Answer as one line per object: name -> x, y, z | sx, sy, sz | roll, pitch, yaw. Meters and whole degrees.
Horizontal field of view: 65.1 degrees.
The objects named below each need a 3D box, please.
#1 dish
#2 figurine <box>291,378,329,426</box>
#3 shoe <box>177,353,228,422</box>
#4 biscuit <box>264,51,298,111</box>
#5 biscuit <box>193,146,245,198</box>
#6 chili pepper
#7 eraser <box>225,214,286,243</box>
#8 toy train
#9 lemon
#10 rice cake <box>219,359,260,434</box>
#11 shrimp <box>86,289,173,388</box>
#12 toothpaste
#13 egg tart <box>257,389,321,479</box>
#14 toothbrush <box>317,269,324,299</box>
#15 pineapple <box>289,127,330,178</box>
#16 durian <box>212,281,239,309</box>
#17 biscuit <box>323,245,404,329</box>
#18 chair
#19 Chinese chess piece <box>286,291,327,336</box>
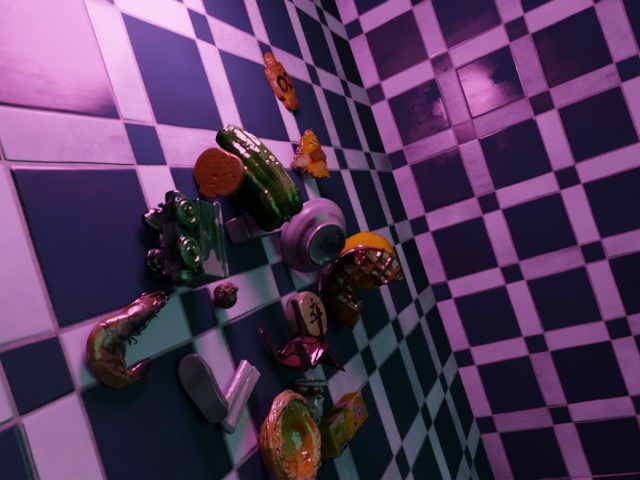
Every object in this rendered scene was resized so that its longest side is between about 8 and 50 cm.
dish -> 0.000, 0.000, 1.918 | 0.316, 0.106, 0.317 | -17, 121, -31
figurine -> -0.037, 0.551, 1.696 | 0.132, 0.132, 0.154 | 20, 68, -59
shoe -> -0.307, 0.385, 1.319 | 0.195, 0.079, 0.078 | 61, -9, -4
biscuit -> -0.179, -0.748, 2.358 | 0.290, 0.041, 0.208 | 62, 26, -19
biscuit -> -0.320, -0.206, 1.585 | 0.050, 0.170, 0.170 | -8, 80, -74
chili pepper -> -0.227, -0.202, 1.668 | 0.385, 0.213, 0.167 | 51, 28, 9
eraser -> -0.216, -0.055, 1.791 | 0.352, 0.061, 0.089 | -22, 93, -65
toy train -> -0.366, 0.000, 1.359 | 0.202, 0.145, 0.266 | 23, 53, -62
lemon -> 0.215, 0.093, 2.314 | 0.293, 0.293, 0.293 | 43, 37, -45
rice cake -> -0.238, 0.438, 1.433 | 0.080, 0.042, 0.222 | 56, 30, -20
shrimp -> -0.428, 0.228, 1.191 | 0.296, 0.058, 0.169 | -43, 119, -59
toothpaste -> 0.081, 0.680, 1.867 | 0.327, 0.077, 0.110 | -18, 87, -65
egg tart -> -0.097, 0.603, 1.515 | 0.288, 0.118, 0.288 | 40, 41, -45
toothbrush -> -0.005, 0.225, 2.072 | 0.257, 0.018, 0.024 | -83, 151, -43
pineapple -> -0.075, -0.370, 2.268 | 0.140, 0.164, 0.250 | 39, -15, 54
durian -> -0.278, 0.164, 1.497 | 0.091, 0.080, 0.080 | -20, 91, -44
biscuit -> 0.162, 0.171, 2.107 | 0.268, 0.366, 0.115 | 43, -7, -16
chair -> -0.049, 0.379, 1.697 | 0.183, 0.175, 0.327 | -48, 131, -40
Chinese chess piece -> -0.049, 0.284, 1.870 | 0.188, 0.083, 0.189 | 38, 43, -47
